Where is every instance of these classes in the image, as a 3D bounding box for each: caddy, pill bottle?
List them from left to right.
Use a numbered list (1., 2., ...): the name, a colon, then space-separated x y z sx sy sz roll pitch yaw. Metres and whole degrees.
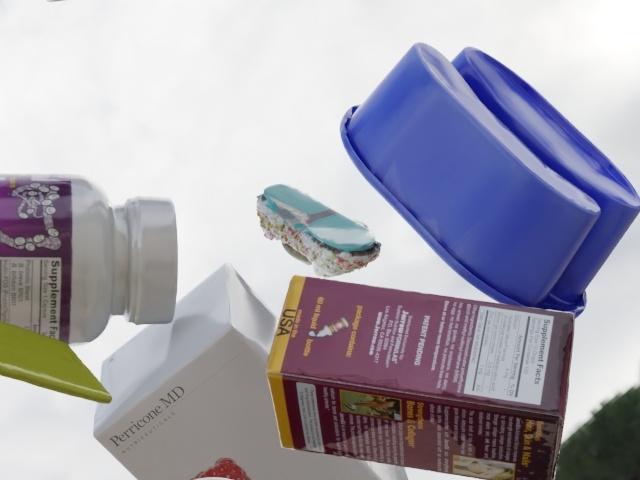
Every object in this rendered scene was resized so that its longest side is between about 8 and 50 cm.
1. pill bottle: -0.291 0.018 1.356 0.302 0.169 0.169 0 -45 -13
2. caddy: 0.172 -0.059 1.532 0.241 0.341 0.179 -7 -41 -54

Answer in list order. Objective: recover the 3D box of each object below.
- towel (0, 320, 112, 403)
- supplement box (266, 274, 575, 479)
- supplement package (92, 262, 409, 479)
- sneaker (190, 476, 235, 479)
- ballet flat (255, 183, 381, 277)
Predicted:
1. towel: -0.286 0.086 1.165 0.237 0.102 0.021 23 -78 -43
2. supplement box: 0.067 0.093 0.937 0.104 0.188 0.080 83 -162 -54
3. supplement package: -0.064 0.203 1.424 0.177 0.175 0.293 -39 -72 9
4. sneaker: -0.009 0.324 0.966 0.131 0.350 0.148 -26 -25 -33
5. ballet flat: 0.000 0.000 1.730 0.091 0.241 0.077 -12 -64 -26
